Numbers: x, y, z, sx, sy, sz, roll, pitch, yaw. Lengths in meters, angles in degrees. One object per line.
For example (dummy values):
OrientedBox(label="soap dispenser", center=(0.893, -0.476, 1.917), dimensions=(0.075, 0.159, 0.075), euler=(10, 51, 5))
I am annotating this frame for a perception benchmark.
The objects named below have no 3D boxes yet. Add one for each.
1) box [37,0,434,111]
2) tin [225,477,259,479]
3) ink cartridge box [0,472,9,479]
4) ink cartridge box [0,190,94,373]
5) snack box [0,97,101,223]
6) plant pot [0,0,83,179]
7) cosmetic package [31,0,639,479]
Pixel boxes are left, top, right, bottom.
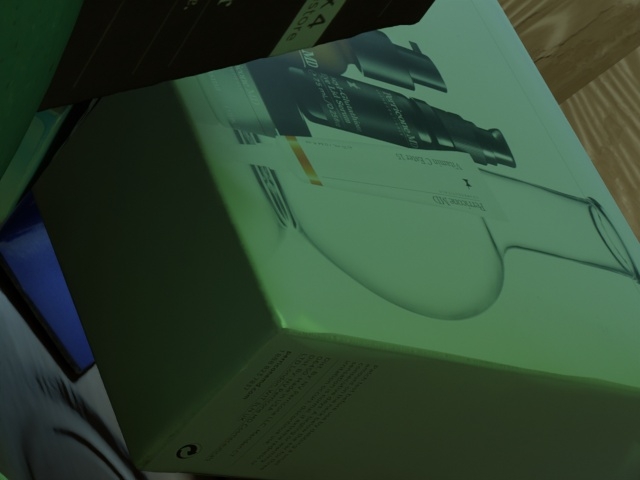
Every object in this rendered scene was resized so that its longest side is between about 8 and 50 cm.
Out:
OrientedBox(label="box", center=(-0.041, -0.167, 0.608), dimensions=(0.203, 0.168, 0.167), euler=(-18, 63, -45))
OrientedBox(label="tin", center=(-0.028, 0.105, 1.028), dimensions=(0.106, 0.040, 0.189), euler=(59, 6, 10))
OrientedBox(label="ink cartridge box", center=(-0.105, 0.099, 0.532), dimensions=(0.179, 0.045, 0.145), euler=(36, 0, 22))
OrientedBox(label="ink cartridge box", center=(-0.164, -0.096, 0.973), dimensions=(0.307, 0.072, 0.303), euler=(52, 6, -3))
OrientedBox(label="snack box", center=(-0.120, -0.160, 0.726), dimensions=(0.187, 0.060, 0.322), euler=(34, 39, -3))
OrientedBox(label="plant pot", center=(-0.153, -0.114, 0.428), dimensions=(0.290, 0.195, 0.290), euler=(49, 8, -9))
OrientedBox(label="cosmetic package", center=(-0.008, -0.063, 0.870), dimensions=(0.284, 0.097, 0.377), euler=(14, 41, -45))
